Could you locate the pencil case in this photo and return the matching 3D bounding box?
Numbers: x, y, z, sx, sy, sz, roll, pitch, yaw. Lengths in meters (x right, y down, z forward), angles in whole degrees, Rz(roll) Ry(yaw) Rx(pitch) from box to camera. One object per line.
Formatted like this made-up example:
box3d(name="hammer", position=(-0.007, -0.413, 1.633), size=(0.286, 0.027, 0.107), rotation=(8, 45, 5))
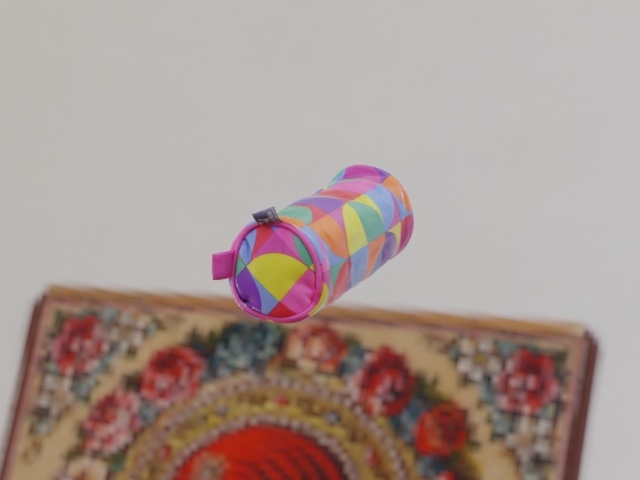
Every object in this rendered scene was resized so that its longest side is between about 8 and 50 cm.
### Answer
box3d(name="pencil case", position=(0.000, 0.000, 1.737), size=(0.104, 0.104, 0.236), rotation=(3, 13, 25))
